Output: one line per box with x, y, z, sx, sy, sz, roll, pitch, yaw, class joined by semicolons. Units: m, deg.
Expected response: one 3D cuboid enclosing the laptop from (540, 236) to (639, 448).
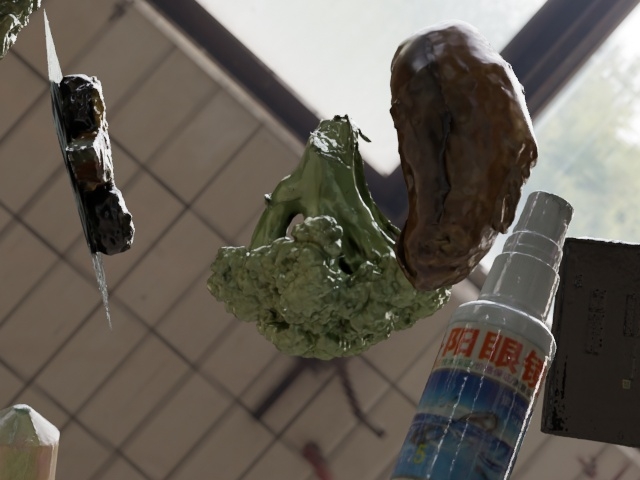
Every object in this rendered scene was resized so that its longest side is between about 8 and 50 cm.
0.284;0.098;1.432;0.135;0.197;0.016;6;1;26;laptop

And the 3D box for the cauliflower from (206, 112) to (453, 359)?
-0.001;0.021;1.878;0.260;0.327;0.281;-63;140;-58;cauliflower

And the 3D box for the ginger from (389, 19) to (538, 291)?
0.157;-0.105;1.718;0.172;0.321;0.165;-12;-20;43;ginger

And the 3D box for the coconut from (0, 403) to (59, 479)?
-0.402;0.277;1.979;0.116;0.122;0.116;7;10;-1;coconut

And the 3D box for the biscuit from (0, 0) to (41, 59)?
-0.385;-0.246;1.578;0.187;0.273;0.036;11;-43;18;biscuit

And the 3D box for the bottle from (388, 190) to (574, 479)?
0.084;0.071;0.766;0.060;0.217;0.060;19;-26;10;bottle

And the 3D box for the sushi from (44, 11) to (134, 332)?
-0.319;-0.109;2.146;0.343;0.064;0.359;-109;-172;-54;sushi
